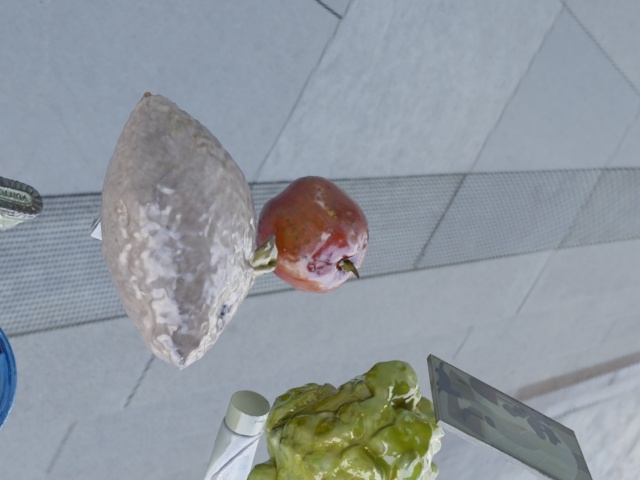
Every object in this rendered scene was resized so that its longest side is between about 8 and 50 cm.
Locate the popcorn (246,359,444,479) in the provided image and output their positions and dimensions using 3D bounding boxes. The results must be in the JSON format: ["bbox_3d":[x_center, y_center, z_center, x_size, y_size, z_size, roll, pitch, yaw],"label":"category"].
[{"bbox_3d":[0.038,0.267,1.120,0.242,0.235,0.250,-50,168,-25],"label":"popcorn"}]

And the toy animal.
[{"bbox_3d":[-0.188,-0.023,1.207,0.226,0.188,0.359,-27,116,-58],"label":"toy animal"}]

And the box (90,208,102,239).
[{"bbox_3d":[-0.375,-0.015,1.701,0.117,0.036,0.051,22,121,-31],"label":"box"}]

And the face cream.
[{"bbox_3d":[-0.152,0.370,1.552,0.114,0.070,0.224,-8,126,-44],"label":"face cream"}]

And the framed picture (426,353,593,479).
[{"bbox_3d":[0.207,0.203,0.970,0.200,0.136,0.010,28,110,-9],"label":"framed picture"}]

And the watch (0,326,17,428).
[{"bbox_3d":[-0.536,0.218,1.137,0.274,0.241,0.305,5,70,-38],"label":"watch"}]

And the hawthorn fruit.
[{"bbox_3d":[0.000,0.000,1.398,0.179,0.200,0.179,-28,135,-33],"label":"hawthorn fruit"}]

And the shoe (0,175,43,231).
[{"bbox_3d":[-0.762,-0.085,1.931,0.149,0.109,0.293,-30,147,33],"label":"shoe"}]
